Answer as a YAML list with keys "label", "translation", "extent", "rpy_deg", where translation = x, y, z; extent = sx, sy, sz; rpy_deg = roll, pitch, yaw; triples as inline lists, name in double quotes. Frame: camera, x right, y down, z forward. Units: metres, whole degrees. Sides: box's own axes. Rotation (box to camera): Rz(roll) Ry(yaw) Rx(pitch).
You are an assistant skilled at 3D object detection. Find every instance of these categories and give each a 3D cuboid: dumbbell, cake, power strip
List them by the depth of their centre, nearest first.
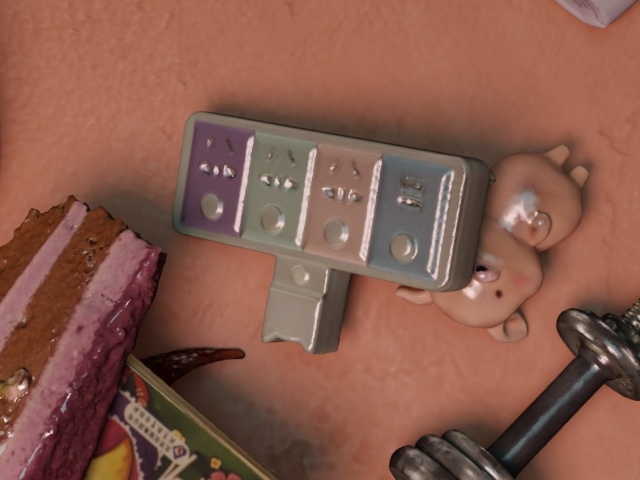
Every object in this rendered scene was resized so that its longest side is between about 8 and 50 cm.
- label: "cake"
  translation: [-0.190, 0.116, 0.959]
  extent: [0.116, 0.113, 0.295]
  rpy_deg: [21, 79, 30]
- label: "dumbbell"
  translation: [0.147, 0.114, 1.018]
  extent: [0.110, 0.110, 0.254]
  rpy_deg: [43, 80, 8]
- label: "power strip"
  translation: [0.000, 0.000, 1.034]
  extent: [0.215, 0.061, 0.145]
  rpy_deg: [13, 95, 30]

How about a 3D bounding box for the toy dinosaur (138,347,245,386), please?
- label: "toy dinosaur"
  translation: [-0.133, 0.245, 1.025]
  extent: [0.206, 0.113, 0.327]
  rpy_deg: [-22, 69, 26]

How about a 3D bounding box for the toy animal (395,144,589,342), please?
- label: "toy animal"
  translation: [0.125, 0.001, 1.048]
  extent: [0.083, 0.089, 0.150]
  rpy_deg: [39, 89, 31]

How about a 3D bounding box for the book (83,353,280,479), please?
- label: "book"
  translation: [-0.164, 0.234, 0.971]
  extent: [0.228, 0.018, 0.322]
  rpy_deg: [35, 99, 31]

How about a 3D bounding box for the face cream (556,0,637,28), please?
- label: "face cream"
  translation: [0.236, -0.240, 1.082]
  extent: [0.084, 0.057, 0.198]
  rpy_deg: [43, 84, 7]
